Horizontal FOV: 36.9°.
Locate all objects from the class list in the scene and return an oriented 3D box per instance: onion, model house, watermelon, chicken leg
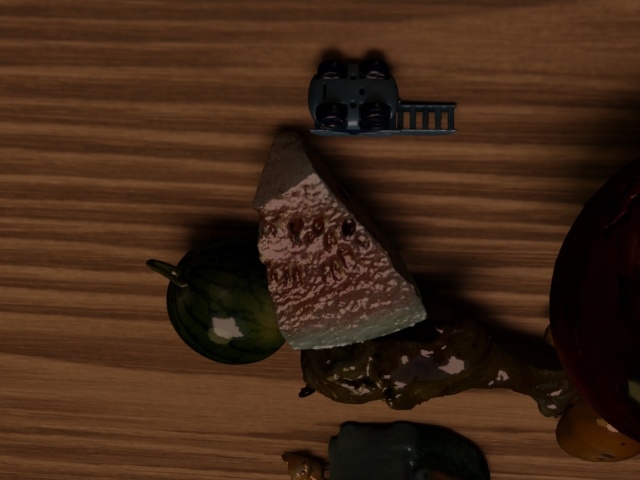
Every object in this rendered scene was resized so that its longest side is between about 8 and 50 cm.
[{"bbox_3d":[0.371,0.052,0.854,0.341,0.341,0.341,4,143,3],"label":"onion"},{"bbox_3d":[0.123,0.482,1.422,0.251,0.329,0.295,2,144,12],"label":"model house"},{"bbox_3d":[0.000,0.000,0.982,0.154,0.094,0.241,-22,128,2],"label":"watermelon"},{"bbox_3d":[0.158,0.132,1.123,0.361,0.140,0.211,3,165,-10],"label":"chicken leg"},{"bbox_3d":[-0.111,0.056,1.056,0.187,0.141,0.140,33,136,-27],"label":"watermelon"}]

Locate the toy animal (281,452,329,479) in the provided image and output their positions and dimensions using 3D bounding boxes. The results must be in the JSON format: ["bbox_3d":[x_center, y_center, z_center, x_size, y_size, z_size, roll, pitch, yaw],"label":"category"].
[{"bbox_3d":[-0.026,0.372,1.523,0.083,0.060,0.081,15,142,-25],"label":"toy animal"}]

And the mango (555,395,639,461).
[{"bbox_3d":[0.376,0.242,1.262,0.115,0.090,0.178,14,147,10],"label":"mango"}]

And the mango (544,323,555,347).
[{"bbox_3d":[0.359,0.123,1.124,0.190,0.075,0.098,22,133,-9],"label":"mango"}]

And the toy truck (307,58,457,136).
[{"bbox_3d":[0.057,-0.121,0.864,0.136,0.063,0.074,2,162,4],"label":"toy truck"}]
